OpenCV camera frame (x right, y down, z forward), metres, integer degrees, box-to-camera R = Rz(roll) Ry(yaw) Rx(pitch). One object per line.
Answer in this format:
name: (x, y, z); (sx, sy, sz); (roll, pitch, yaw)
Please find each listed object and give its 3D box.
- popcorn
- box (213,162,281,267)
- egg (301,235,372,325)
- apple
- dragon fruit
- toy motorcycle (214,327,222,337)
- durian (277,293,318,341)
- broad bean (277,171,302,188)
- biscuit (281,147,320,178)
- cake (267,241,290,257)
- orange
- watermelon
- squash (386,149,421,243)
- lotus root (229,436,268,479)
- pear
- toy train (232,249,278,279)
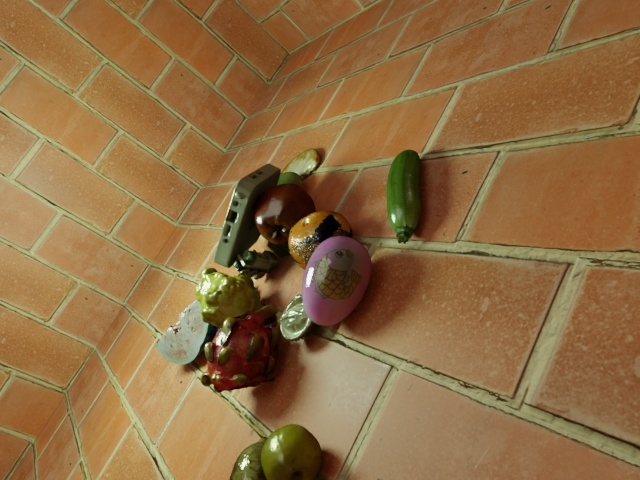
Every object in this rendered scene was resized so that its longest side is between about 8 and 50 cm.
popcorn: (-0.348, 0.217, 1.823); (0.235, 0.241, 0.250); (-39, 38, -14)
box: (-0.293, -0.108, 1.956); (0.373, 0.091, 0.367); (-53, -15, -66)
egg: (0.046, 0.119, 1.433); (0.196, 0.197, 0.271); (-1, 75, 56)
apple: (-0.131, -0.099, 1.812); (0.234, 0.234, 0.234); (-37, 32, 28)
dragon fruit: (-0.245, 0.353, 1.579); (0.228, 0.307, 0.243); (-7, 93, 35)
toy motorcycle: (-0.379, 0.378, 1.904); (0.114, 0.076, 0.205); (-44, 27, 30)
durian: (-0.063, 0.250, 1.541); (0.189, 0.091, 0.148); (-14, 66, 37)
broad bean: (-0.193, -0.186, 2.212); (0.291, 0.119, 0.238); (-46, 31, 14)
biscuit: (-0.112, -0.343, 2.356); (0.309, 0.040, 0.204); (-33, 34, 32)
cake: (-0.101, -0.014, 1.901); (0.235, 0.099, 0.100); (-18, 45, 46)
orange: (0.000, 0.000, 1.659); (0.234, 0.182, 0.234); (-35, 21, 16)
watermelon: (-0.516, 0.393, 2.041); (0.322, 0.188, 0.175); (-44, -17, 29)
squash: (0.258, -0.153, 1.511); (0.107, 0.107, 0.394); (-29, 36, 37)
lotus root: (-0.169, 0.605, 1.267); (0.138, 0.138, 0.214); (-43, 15, 17)
pear: (-0.070, 0.528, 1.185); (0.148, 0.149, 0.162); (-53, 16, 0)
toy train: (-0.259, 0.089, 1.928); (0.125, 0.194, 0.080); (-45, 62, 14)
